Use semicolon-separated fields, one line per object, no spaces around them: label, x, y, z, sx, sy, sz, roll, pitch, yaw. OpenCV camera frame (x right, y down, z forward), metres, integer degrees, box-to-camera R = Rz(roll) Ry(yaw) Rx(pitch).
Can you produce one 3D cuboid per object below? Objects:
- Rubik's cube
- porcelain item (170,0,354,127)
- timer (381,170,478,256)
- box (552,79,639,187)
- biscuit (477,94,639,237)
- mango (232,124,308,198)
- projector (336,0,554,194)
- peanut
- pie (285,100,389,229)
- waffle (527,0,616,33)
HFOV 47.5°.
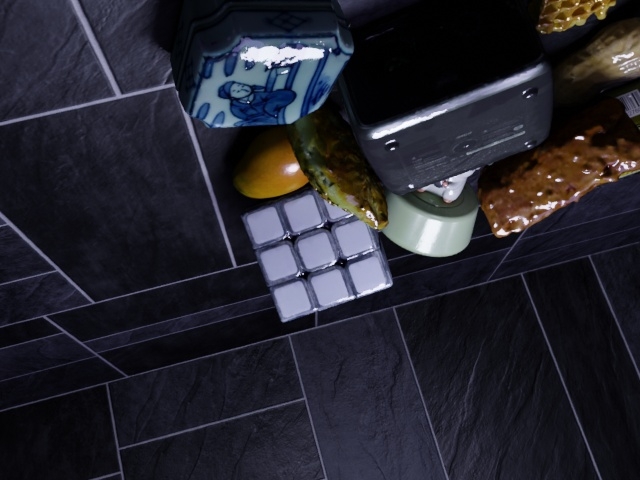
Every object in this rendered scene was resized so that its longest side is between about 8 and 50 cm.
Rubik's cube;0.000;0.000;1.886;0.301;0.304;0.305;-18;-172;7
porcelain item;-0.105;-0.323;1.278;0.285;0.157;0.281;-7;157;-25
timer;0.319;-0.160;1.962;0.290;0.291;0.315;-7;137;-25
box;0.829;-0.287;2.129;0.372;0.138;0.420;-20;161;9
biscuit;0.566;-0.189;1.757;0.395;0.166;0.342;-31;-175;23
mango;-0.101;-0.177;1.708;0.175;0.139;0.254;6;160;-25
projector;0.266;-0.291;1.526;0.395;0.242;0.405;-21;161;10
peanut;0.642;-0.403;1.674;0.149;0.149;0.313;-1;159;-36
pie;0.036;-0.175;1.546;0.103;0.355;0.288;-29;178;18
waffle;0.530;-0.497;1.447;0.219;0.057;0.229;-17;161;1
